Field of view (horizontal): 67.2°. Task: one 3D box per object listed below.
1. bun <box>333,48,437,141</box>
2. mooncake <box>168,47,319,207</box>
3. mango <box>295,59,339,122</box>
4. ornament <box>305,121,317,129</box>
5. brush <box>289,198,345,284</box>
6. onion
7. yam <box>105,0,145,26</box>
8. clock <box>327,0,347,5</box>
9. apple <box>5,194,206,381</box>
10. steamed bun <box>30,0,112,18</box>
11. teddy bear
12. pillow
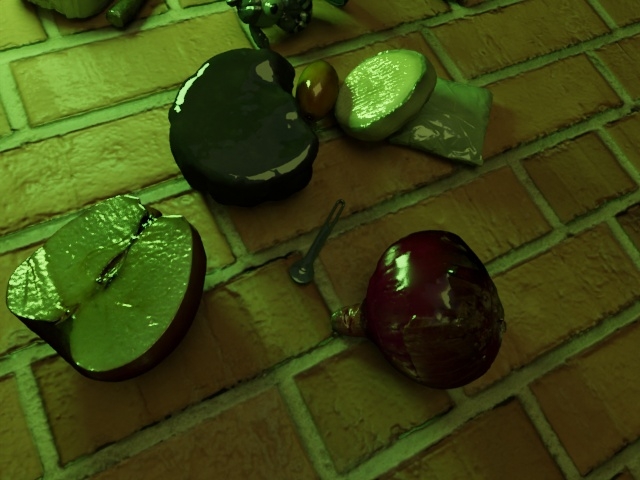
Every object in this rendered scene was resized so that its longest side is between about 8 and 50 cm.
[{"bbox_3d":[0.176,-0.383,1.314,0.287,0.146,0.287,-17,52,23],"label":"bun"},{"bbox_3d":[-0.191,-0.266,1.192,0.351,0.212,0.381,-3,72,-6],"label":"mooncake"},{"bbox_3d":[-0.005,-0.421,1.310,0.113,0.138,0.253,13,44,-4],"label":"mango"},{"bbox_3d":[-0.060,-0.320,1.329,0.092,0.041,0.068,-18,67,-6],"label":"ornament"},{"bbox_3d":[0.000,0.000,1.223,0.062,0.027,0.266,29,63,2],"label":"brush"},{"bbox_3d":[0.199,0.155,1.068,0.385,0.348,0.347,-13,67,24],"label":"onion"},{"bbox_3d":[-0.527,-0.724,1.402,0.061,0.061,0.274,24,65,1],"label":"yam"},{"bbox_3d":[-0.033,-0.805,1.391,0.319,0.319,0.066,37,101,6],"label":"clock"},{"bbox_3d":[-0.412,0.085,0.985,0.329,0.295,0.365,40,62,-21],"label":"apple"},{"bbox_3d":[-0.691,-0.780,1.319,0.272,0.273,0.290,19,70,-19],"label":"steamed bun"},{"bbox_3d":[-0.132,-0.648,1.384,0.251,0.171,0.144,-31,39,-26],"label":"teddy bear"},{"bbox_3d":[0.357,-0.364,1.394,0.274,0.076,0.280,17,66,0],"label":"pillow"}]
